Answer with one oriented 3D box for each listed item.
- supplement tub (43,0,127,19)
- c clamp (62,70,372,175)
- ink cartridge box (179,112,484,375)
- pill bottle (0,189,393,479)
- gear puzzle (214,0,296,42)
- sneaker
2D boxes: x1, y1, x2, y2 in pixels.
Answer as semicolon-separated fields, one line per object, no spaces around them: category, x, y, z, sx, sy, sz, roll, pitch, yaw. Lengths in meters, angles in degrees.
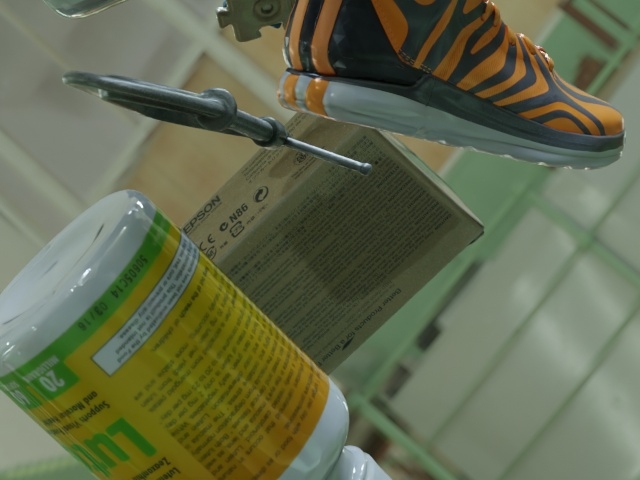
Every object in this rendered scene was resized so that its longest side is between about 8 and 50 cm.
supplement tub;-0.109;-0.341;1.648;0.338;0.207;0.207;-21;-18;8
c clamp;-0.057;-0.067;1.007;0.160;0.137;0.022;13;-87;-71
ink cartridge box;0.000;0.000;1.756;0.234;0.088;0.193;-43;-51;7
pill bottle;-0.071;0.100;1.114;0.136;0.246;0.136;-40;17;15
gear puzzle;-0.046;-0.342;1.889;0.175;0.044;0.339;-16;-40;-2
sneaker;0.119;-0.154;1.372;0.321;0.124;0.180;9;-85;-43
